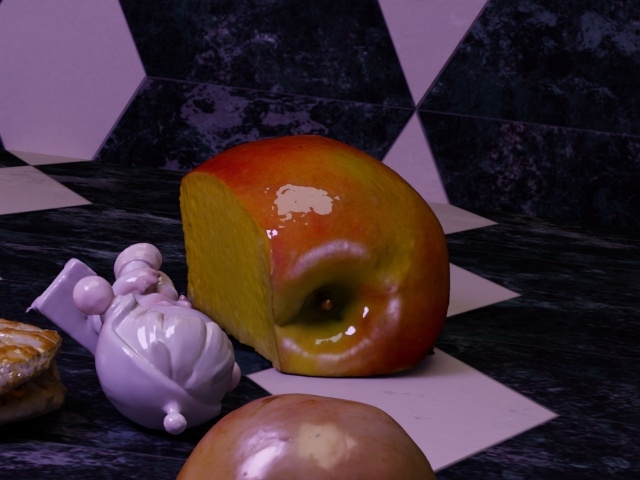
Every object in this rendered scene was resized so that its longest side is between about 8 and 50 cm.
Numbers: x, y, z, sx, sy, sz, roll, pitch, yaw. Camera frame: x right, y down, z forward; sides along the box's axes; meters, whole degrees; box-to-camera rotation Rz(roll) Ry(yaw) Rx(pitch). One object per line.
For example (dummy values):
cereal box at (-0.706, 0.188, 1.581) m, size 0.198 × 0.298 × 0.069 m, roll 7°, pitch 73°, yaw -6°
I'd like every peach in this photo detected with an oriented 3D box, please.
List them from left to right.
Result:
peach at (0.000, 0.000, 2.161) m, size 0.306 × 0.242 × 0.380 m, roll -2°, pitch 12°, yaw -22°

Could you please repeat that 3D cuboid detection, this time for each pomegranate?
pomegranate at (-0.007, 0.187, 1.215) m, size 0.191 × 0.191 × 0.191 m, roll 7°, pitch 10°, yaw -1°

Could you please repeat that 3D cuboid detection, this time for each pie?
pie at (-0.323, 0.118, 1.684) m, size 0.179 × 0.084 × 0.205 m, roll 5°, pitch 12°, yaw 6°

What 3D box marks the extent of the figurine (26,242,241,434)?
figurine at (-0.168, 0.097, 1.748) m, size 0.145 × 0.182 × 0.257 m, roll -31°, pitch 24°, yaw -12°
